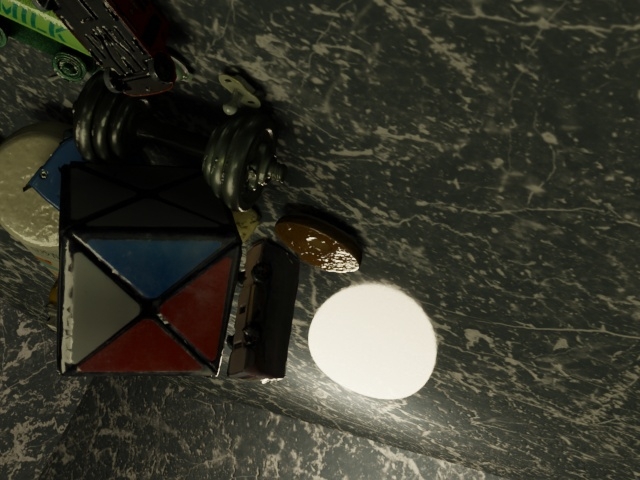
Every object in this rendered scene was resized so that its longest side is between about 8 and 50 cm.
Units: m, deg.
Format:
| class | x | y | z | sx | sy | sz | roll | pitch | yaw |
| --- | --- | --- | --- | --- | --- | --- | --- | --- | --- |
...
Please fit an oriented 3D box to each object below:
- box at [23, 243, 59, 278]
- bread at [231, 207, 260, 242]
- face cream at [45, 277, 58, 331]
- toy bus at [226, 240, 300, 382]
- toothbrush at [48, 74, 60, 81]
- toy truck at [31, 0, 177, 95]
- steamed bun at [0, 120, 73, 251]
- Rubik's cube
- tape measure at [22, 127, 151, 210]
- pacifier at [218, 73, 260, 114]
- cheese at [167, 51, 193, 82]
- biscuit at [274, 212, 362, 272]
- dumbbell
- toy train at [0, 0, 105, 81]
| class | x | y | z | sx | sy | sz | roll | pitch | yaw |
| --- | --- | --- | --- | --- | --- | --- | --- | --- | --- |
| box | -0.660 | 0.079 | 2.363 | 0.345 | 0.122 | 0.385 | 16 | 155 | 19 |
| bread | -0.313 | -0.075 | 1.787 | 0.315 | 0.279 | 0.248 | -37 | 128 | 15 |
| face cream | -0.587 | 0.069 | 1.987 | 0.105 | 0.348 | 0.105 | 20 | 157 | 9 |
| toy bus | -0.129 | 0.167 | 1.824 | 0.138 | 0.316 | 0.112 | 19 | 158 | -26 |
| toothbrush | -0.490 | -0.317 | 1.501 | 0.131 | 0.013 | 0.011 | -1 | 142 | 49 |
| toy truck | -0.310 | -0.332 | 1.168 | 0.108 | 0.114 | 0.252 | -4 | 144 | 29 |
| steamed bun | -0.569 | -0.122 | 1.712 | 0.283 | 0.283 | 0.177 | 27 | -164 | -8 |
| Rubik's cube | -0.322 | 0.048 | 1.438 | 0.305 | 0.310 | 0.306 | 1 | 119 | -19 |
| tape measure | -0.396 | -0.070 | 1.580 | 0.351 | 0.215 | 0.098 | 41 | -167 | -11 |
| pacifier | -0.140 | -0.233 | 1.282 | 0.083 | 0.064 | 0.068 | 41 | 160 | -32 |
| cheese | -0.268 | -0.299 | 1.309 | 0.121 | 0.026 | 0.067 | 31 | 155 | -15 |
| biscuit | 0.000 | 0.000 | 1.662 | 0.181 | 0.049 | 0.208 | 0 | 147 | 44 |
| dumbbell | -0.249 | -0.176 | 1.367 | 0.406 | 0.179 | 0.179 | 18 | 156 | 11 |
| toy train | -0.450 | -0.365 | 1.267 | 0.253 | 0.105 | 0.157 | 25 | 143 | -5 |
